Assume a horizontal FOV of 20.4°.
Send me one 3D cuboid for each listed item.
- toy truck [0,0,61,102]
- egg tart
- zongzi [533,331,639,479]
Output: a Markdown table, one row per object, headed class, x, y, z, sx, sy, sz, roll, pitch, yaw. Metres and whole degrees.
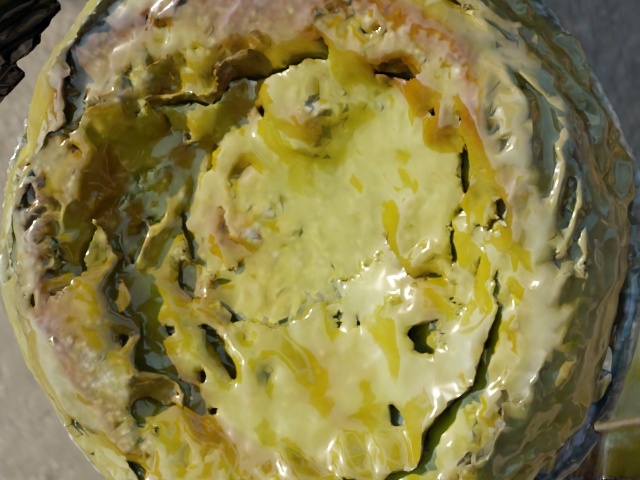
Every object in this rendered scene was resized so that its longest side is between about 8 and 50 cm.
| class | x | y | z | sx | sy | sz | roll | pitch | yaw |
| --- | --- | --- | --- | --- | --- | --- | --- | --- | --- |
| toy truck | -0.152 | -0.123 | 0.346 | 0.127 | 0.257 | 0.127 | -29 | 10 | 36 |
| egg tart | 0.000 | 0.000 | 0.618 | 0.234 | 0.094 | 0.234 | 2 | 97 | 19 |
| zongzi | 0.209 | 0.008 | 0.989 | 0.289 | 0.154 | 0.317 | 5 | 100 | -3 |
